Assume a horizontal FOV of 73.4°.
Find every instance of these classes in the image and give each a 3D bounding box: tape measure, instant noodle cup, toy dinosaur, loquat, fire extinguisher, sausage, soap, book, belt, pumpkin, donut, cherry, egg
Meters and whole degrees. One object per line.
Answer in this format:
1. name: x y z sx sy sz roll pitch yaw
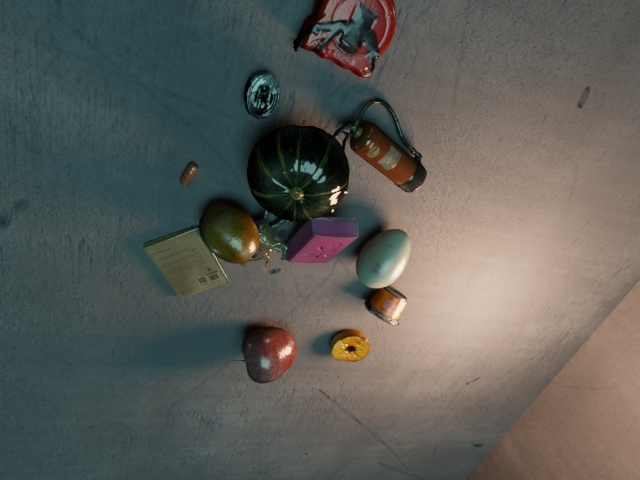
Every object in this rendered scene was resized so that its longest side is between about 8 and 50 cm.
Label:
1. tape measure: 0.082 -0.606 1.204 0.252 0.114 0.261 17 118 -26
2. instant noodle cup: 0.295 0.270 1.869 0.126 0.177 0.208 -60 151 8
3. toy dinosaur: -0.209 0.006 1.581 0.161 0.077 0.294 15 119 -23
4. loquat: -0.309 -0.029 1.459 0.179 0.179 0.227 -41 95 14
5. fire extinguisher: 0.214 -0.329 1.464 0.375 0.113 0.201 29 71 -32
6. sausage: -0.426 -0.213 1.391 0.034 0.034 0.083 24 114 -29
7. soap: 0.000 0.002 1.555 0.180 0.081 0.259 3 156 -27
8. book: -0.491 0.089 1.595 0.214 0.025 0.283 -19 128 -3
9. belt: -0.175 -0.436 1.288 0.105 0.058 0.140 3 123 -22
10. pumpkin: -0.067 -0.208 1.346 0.322 0.242 0.324 4 138 4
11. donut: 0.138 0.494 2.032 0.190 0.075 0.175 -5 127 -7
12. cherry: -0.235 0.491 1.838 0.285 0.213 0.236 -9 136 -21
13. egg: 0.249 0.069 1.690 0.182 0.183 0.264 28 107 -30
